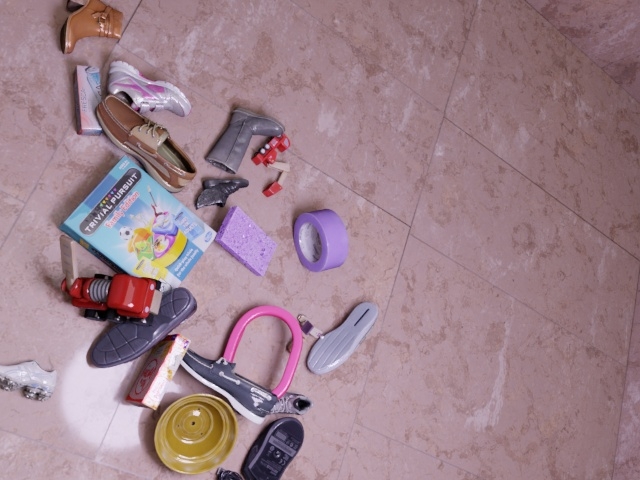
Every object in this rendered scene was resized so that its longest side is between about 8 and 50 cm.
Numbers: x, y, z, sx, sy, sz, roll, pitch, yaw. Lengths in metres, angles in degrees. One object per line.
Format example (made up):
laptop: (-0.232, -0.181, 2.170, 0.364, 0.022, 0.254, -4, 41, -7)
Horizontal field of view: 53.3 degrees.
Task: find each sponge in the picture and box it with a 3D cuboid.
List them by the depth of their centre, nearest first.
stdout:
sponge: (-0.217, 0.004, 1.892, 0.210, 0.031, 0.117, 47, 57, -42)

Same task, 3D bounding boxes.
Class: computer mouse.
computer mouse: (-0.157, 0.619, 1.828, 0.188, 0.072, 0.272, 45, 73, -19)

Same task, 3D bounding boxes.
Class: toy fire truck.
toy fire truck: (-0.533, 0.102, 1.560, 0.246, 0.217, 0.158, 48, 49, -64)
toy fire truck: (-0.143, -0.245, 2.026, 0.135, 0.047, 0.192, 48, 59, -15)

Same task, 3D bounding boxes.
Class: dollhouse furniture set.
dollhouse furniture set: (-0.051, 0.305, 1.976, 0.081, 0.091, 0.114, 39, 90, -35)

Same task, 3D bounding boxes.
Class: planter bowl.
planter bowl: (-0.336, 0.503, 1.707, 0.217, 0.090, 0.217, -2, 96, -19)

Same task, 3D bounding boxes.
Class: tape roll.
tape roll: (0.000, 0.000, 1.979, 0.080, 0.189, 0.188, -14, 87, -33)

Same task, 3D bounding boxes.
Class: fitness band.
fitness band: (-0.166, 0.328, 1.828, 0.209, 0.054, 0.290, 16, 69, 6)

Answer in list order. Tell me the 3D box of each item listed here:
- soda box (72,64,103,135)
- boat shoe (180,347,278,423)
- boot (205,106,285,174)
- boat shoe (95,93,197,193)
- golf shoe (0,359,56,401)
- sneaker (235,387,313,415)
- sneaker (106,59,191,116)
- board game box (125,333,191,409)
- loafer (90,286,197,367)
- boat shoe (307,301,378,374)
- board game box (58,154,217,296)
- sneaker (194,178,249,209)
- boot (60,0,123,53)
soda box: (-0.634, -0.380, 1.742, 0.063, 0.058, 0.183, -3, 82, -32)
boat shoe: (-0.254, 0.371, 1.730, 0.303, 0.114, 0.091, 36, 86, -2)
boot: (-0.227, -0.295, 1.949, 0.190, 0.076, 0.208, 16, 60, 5)
boat shoe: (-0.466, -0.278, 1.763, 0.324, 0.120, 0.122, 47, 39, -24)
golf shoe: (-0.727, 0.323, 1.544, 0.176, 0.069, 0.086, 31, 45, -26)
sneaker: (-0.122, 0.466, 1.838, 0.229, 0.132, 0.086, 5, 77, -31)
sneaker: (-0.495, -0.403, 1.817, 0.252, 0.103, 0.111, 22, 71, -18)
board game box: (-0.424, 0.341, 1.668, 0.045, 0.147, 0.193, 35, 63, -22)
loafer: (-0.452, 0.243, 1.677, 0.303, 0.095, 0.109, -36, 64, -8)
boat shoe: (0.082, 0.323, 2.017, 0.302, 0.109, 0.094, -40, 144, -24)
board game box: (-0.489, -0.025, 1.745, 0.336, 0.079, 0.253, 42, 61, -18)
sneaker: (-0.293, -0.138, 1.911, 0.170, 0.051, 0.089, -2, 81, -28)
boot: (-0.635, -0.589, 1.780, 0.152, 0.073, 0.197, 16, 74, -33)
